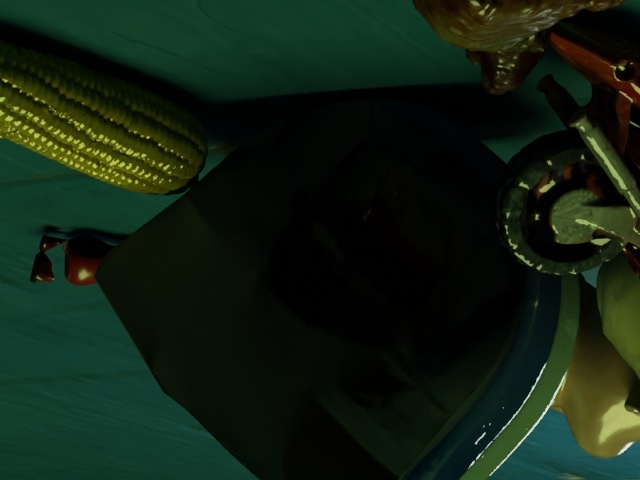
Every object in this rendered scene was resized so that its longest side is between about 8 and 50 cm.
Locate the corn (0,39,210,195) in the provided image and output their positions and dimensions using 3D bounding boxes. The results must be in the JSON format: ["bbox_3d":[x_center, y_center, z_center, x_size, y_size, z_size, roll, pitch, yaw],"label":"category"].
[{"bbox_3d":[-0.150,-0.076,1.165,0.067,0.067,0.206,-10,160,41],"label":"corn"}]

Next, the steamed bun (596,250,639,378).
[{"bbox_3d":[0.338,0.049,1.287,0.275,0.206,0.320,4,169,-12],"label":"steamed bun"}]

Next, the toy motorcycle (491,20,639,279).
[{"bbox_3d":[0.249,-0.038,1.091,0.298,0.171,0.089,10,-154,-14],"label":"toy motorcycle"}]

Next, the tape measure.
[{"bbox_3d":[0.031,0.040,1.202,0.259,0.262,0.138,44,180,27],"label":"tape measure"}]

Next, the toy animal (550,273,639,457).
[{"bbox_3d":[0.206,0.083,1.518,0.248,0.165,0.149,12,153,25],"label":"toy animal"}]

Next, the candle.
[{"bbox_3d":[-0.084,0.031,1.599,0.329,0.048,0.051,7,178,-17],"label":"candle"}]

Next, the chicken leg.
[{"bbox_3d":[0.134,-0.137,0.873,0.177,0.083,0.322,5,166,-38],"label":"chicken leg"}]
